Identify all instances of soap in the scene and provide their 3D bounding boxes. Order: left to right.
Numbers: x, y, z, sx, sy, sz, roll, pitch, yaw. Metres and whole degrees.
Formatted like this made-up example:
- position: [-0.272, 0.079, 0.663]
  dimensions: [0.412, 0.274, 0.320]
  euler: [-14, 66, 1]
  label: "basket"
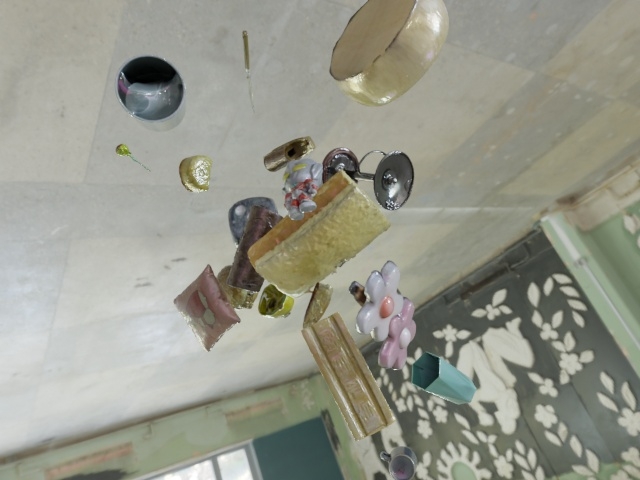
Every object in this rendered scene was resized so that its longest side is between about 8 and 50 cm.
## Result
- position: [0.056, 0.279, 0.953]
  dimensions: [0.092, 0.252, 0.037]
  euler: [-28, 169, -3]
  label: "soap"

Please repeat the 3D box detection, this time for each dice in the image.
- position: [-0.237, -0.046, 1.729]
  dimensions: [0.182, 0.183, 0.181]
  euler: [-15, 152, 0]
  label: "dice"

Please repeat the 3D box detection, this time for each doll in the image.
- position: [-0.032, -0.097, 0.826]
  dimensions: [0.094, 0.180, 0.079]
  euler: [-35, 118, 20]
  label: "doll"

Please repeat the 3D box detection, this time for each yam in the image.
- position: [-0.208, 0.030, 1.508]
  dimensions: [0.131, 0.280, 0.131]
  euler: [18, 177, 1]
  label: "yam"

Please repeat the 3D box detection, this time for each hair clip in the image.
- position: [0.121, 0.144, 0.848]
  dimensions: [0.075, 0.146, 0.257]
  euler: [0, 139, 37]
  label: "hair clip"

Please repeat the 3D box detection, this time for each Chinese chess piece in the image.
- position: [0.133, -0.398, 0.933]
  dimensions: [0.104, 0.257, 0.257]
  euler: [30, 129, -31]
  label: "Chinese chess piece"

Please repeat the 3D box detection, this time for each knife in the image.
- position: [-0.244, -0.564, 1.576]
  dimensions: [0.017, 0.047, 0.298]
  euler: [-22, 146, -20]
  label: "knife"

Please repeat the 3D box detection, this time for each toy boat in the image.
- position: [-0.102, -0.266, 1.440]
  dimensions: [0.226, 0.068, 0.088]
  euler: [-13, -154, 46]
  label: "toy boat"

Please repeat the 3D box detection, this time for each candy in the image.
- position: [-0.582, -0.253, 1.439]
  dimensions: [0.123, 0.035, 0.035]
  euler: [40, 134, -16]
  label: "candy"

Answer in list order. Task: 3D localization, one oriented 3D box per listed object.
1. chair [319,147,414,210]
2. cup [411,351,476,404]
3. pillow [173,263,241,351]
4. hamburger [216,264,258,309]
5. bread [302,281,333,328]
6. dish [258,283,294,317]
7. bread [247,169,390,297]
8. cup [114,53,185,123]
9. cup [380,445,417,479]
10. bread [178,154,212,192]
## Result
- position: [0.155, -0.257, 1.863]
  dimensions: [0.226, 0.227, 0.401]
  euler: [-2, -168, -39]
  label: "chair"
- position: [0.466, 0.530, 1.737]
  dimensions: [0.235, 0.148, 0.134]
  euler: [34, 81, -28]
  label: "cup"
- position: [-0.385, 0.234, 1.566]
  dimensions: [0.223, 0.236, 0.084]
  euler: [-40, 168, 29]
  label: "pillow"
- position: [-0.350, 0.184, 1.857]
  dimensions: [0.215, 0.189, 0.122]
  euler: [4, 168, 39]
  label: "hamburger"
- position: [-0.010, 0.178, 1.235]
  dimensions: [0.054, 0.136, 0.154]
  euler: [24, 173, 2]
  label: "bread"
- position: [-0.147, 0.224, 1.668]
  dimensions: [0.080, 0.207, 0.149]
  euler: [38, 89, -28]
  label: "dish"
- position: [0.000, 0.000, 1.332]
  dimensions: [0.375, 0.165, 0.236]
  euler: [-38, 134, 9]
  label: "bread"
- position: [-0.558, -0.477, 1.554]
  dimensions: [0.205, 0.206, 0.312]
  euler: [-16, -171, -13]
  label: "cup"
- position: [0.205, 0.588, 1.220]
  dimensions: [0.100, 0.078, 0.077]
  euler: [16, 170, 15]
  label: "cup"
- position: [-0.497, -0.272, 1.837]
  dimensions: [0.086, 0.156, 0.125]
  euler: [-4, 161, 36]
  label: "bread"
